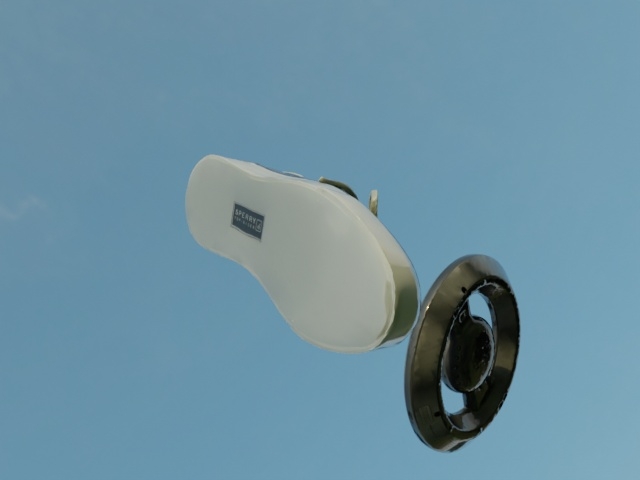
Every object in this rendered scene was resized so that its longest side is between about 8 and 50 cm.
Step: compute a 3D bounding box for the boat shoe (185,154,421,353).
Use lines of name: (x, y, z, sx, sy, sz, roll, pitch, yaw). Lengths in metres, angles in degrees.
boat shoe: (-0.001, 0.004, 0.748, 0.104, 0.306, 0.113, 3, -79, -33)

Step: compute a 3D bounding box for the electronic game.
electronic game: (0.164, 0.129, 1.069, 0.229, 0.048, 0.229, -15, -71, -50)
